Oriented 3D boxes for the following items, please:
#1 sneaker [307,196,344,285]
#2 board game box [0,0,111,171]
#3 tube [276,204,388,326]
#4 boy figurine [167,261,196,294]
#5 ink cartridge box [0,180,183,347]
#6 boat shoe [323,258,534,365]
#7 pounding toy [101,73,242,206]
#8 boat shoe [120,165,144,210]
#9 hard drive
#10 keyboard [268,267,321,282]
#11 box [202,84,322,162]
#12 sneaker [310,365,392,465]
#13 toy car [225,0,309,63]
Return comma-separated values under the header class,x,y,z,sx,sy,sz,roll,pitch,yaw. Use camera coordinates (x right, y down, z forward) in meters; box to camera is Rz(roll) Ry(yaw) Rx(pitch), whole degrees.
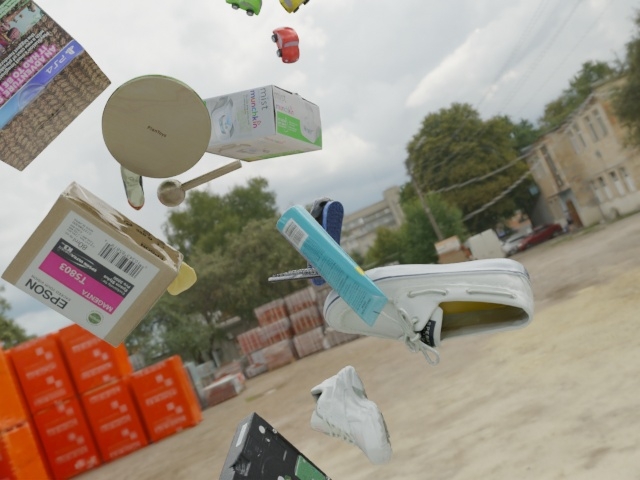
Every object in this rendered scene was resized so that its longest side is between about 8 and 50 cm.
class,x,y,z,sx,sy,sz,roll,pitch,yaw
sneaker,0.000,0.000,1.705,0.081,0.232,0.090,8,8,-37
board game box,-0.559,-0.310,1.106,0.232,0.291,0.141,-46,-6,-6
tube,0.018,0.034,0.952,0.052,0.207,0.080,-32,-23,-27
boy figurine,-0.432,0.047,1.599,0.092,0.177,0.285,-42,-43,11
ink cartridge box,-0.391,0.045,1.121,0.193,0.234,0.088,-49,18,13
boat shoe,0.181,0.137,1.103,0.367,0.136,0.156,-6,38,10
pounding toy,-0.276,-0.195,1.155,0.183,0.237,0.110,-31,32,5
boat shoe,-0.430,-0.136,1.480,0.049,0.137,0.043,-11,-11,-15
hard drive,-0.066,0.558,1.376,0.064,0.339,0.237,-40,15,22
keyboard,-0.006,0.060,1.199,0.108,0.023,0.180,-3,-3,-40
box,-0.152,-0.286,1.608,0.231,0.127,0.262,-5,-3,24
sneaker,0.045,0.313,1.101,0.115,0.090,0.232,-22,22,-8
toy car,-0.133,-0.596,1.652,0.224,0.239,0.053,16,-15,-20
